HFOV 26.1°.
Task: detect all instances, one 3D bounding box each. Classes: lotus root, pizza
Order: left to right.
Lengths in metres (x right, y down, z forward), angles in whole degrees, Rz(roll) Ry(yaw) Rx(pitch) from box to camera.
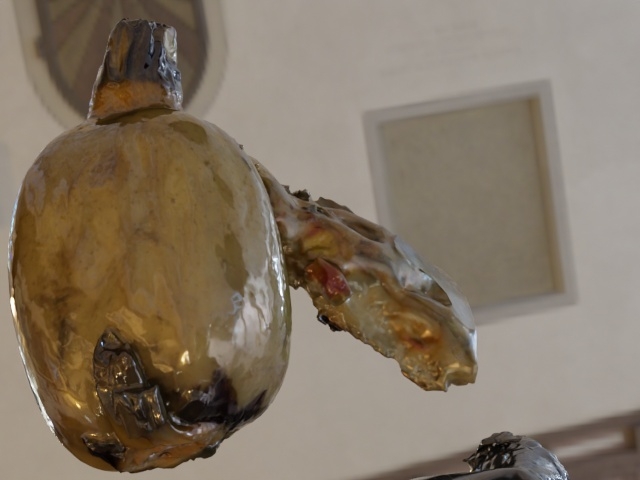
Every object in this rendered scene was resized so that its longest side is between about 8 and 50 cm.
[{"bbox_3d":[-0.116,-0.002,0.915,0.182,0.310,0.183,-8,160,-3],"label":"lotus root"},{"bbox_3d":[0.000,0.000,1.079,0.297,0.071,0.189,32,-161,-9],"label":"pizza"}]

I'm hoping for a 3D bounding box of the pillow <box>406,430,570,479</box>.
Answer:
[{"bbox_3d":[0.009,0.199,0.637,0.335,0.093,0.161,-37,-160,-33],"label":"pillow"}]
